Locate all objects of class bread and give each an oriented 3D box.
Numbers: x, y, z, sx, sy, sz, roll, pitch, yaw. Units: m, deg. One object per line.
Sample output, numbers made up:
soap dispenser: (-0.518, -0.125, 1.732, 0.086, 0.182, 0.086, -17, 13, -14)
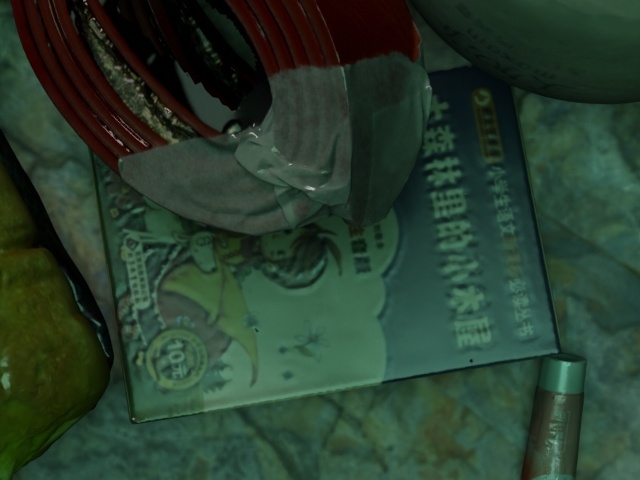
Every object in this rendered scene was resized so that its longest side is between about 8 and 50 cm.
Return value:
bread: (-0.306, 0.015, 1.303, 0.251, 0.208, 0.377, -28, 96, -13)

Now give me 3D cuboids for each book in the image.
book: (0.000, 0.000, 1.383, 0.322, 0.018, 0.228, -10, 81, 1)

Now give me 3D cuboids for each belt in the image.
belt: (-0.065, -0.139, 1.287, 0.324, 0.115, 0.227, 42, 123, 17)

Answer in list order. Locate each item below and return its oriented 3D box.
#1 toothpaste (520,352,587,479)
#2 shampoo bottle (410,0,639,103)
toothpaste: (0.169, 0.187, 1.408, 0.056, 0.036, 0.205, 7, 97, 1)
shampoo bottle: (0.194, -0.253, 1.240, 0.322, 0.317, 0.323, 0, 91, -1)
